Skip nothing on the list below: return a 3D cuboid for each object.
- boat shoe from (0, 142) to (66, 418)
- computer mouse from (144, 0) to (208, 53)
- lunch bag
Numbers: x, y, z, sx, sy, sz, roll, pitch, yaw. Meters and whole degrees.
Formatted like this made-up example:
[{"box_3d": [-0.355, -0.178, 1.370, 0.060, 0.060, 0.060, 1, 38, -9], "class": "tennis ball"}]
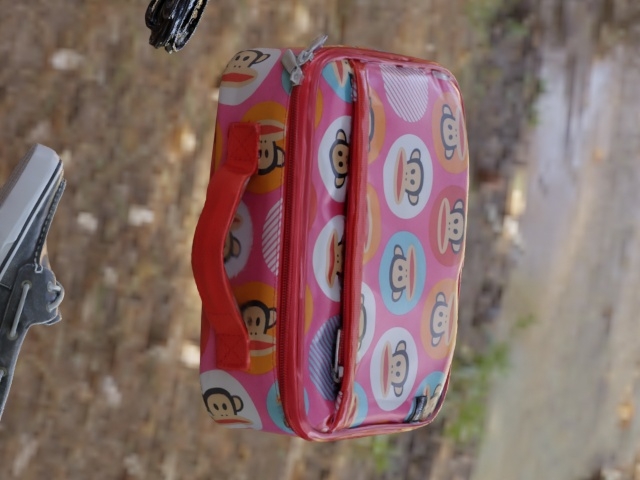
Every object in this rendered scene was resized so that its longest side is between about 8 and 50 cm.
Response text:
[{"box_3d": [-0.341, 0.062, 1.966, 0.335, 0.119, 0.121, -66, -168, 3], "class": "boat shoe"}, {"box_3d": [-0.128, -0.314, 1.644, 0.072, 0.272, 0.188, 5, 130, -28], "class": "computer mouse"}, {"box_3d": [0.000, 0.000, 1.322, 0.258, 0.120, 0.293, 2, 91, -55], "class": "lunch bag"}]
